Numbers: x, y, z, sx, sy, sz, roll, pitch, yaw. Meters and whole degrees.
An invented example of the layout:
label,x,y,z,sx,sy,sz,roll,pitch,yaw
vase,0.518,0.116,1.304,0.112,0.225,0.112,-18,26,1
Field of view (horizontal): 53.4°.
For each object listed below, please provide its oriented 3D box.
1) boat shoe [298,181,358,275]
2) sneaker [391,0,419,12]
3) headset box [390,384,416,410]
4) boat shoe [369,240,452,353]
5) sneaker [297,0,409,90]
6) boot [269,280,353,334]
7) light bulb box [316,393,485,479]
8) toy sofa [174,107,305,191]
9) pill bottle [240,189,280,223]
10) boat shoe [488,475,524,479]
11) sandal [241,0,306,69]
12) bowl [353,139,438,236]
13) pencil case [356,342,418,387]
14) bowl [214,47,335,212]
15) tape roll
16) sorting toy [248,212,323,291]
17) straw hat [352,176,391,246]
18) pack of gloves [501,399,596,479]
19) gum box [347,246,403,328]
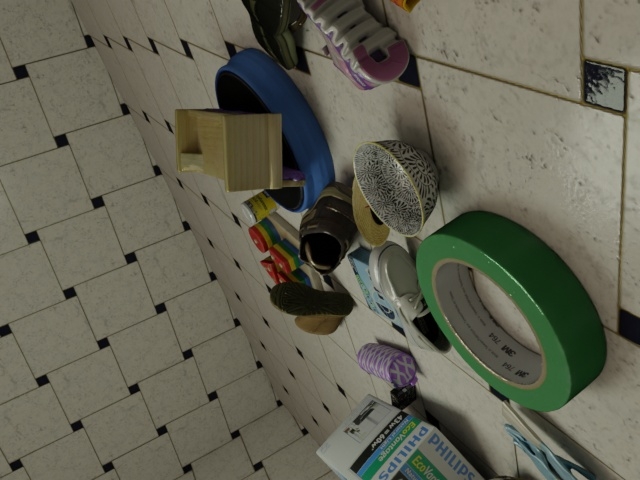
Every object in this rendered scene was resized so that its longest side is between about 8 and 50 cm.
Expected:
label,x,y,z,sx,sy,sz,roll,pitch,yaw
boat shoe,0.000,0.000,1.377,0.132,0.130,0.355,29,156,4
sneaker,0.120,-0.332,0.730,0.067,0.064,0.175,36,166,1
headset box,0.217,0.407,1.663,0.032,0.062,0.083,43,158,37
boat shoe,0.182,0.116,1.230,0.088,0.096,0.267,20,140,56
sneaker,0.030,-0.313,0.931,0.236,0.095,0.104,56,170,3
boot,-0.040,0.203,1.789,0.236,0.089,0.269,13,160,-7
light bulb box,0.233,0.616,1.607,0.358,0.225,0.361,48,165,-13
toy sofa,-0.178,-0.203,1.357,0.362,0.177,0.150,24,118,60
pill bottle,-0.149,-0.098,1.694,0.065,0.116,0.065,49,160,25
boat shoe,0.469,0.598,1.271,0.324,0.097,0.116,37,113,40
sandal,-0.070,-0.394,1.076,0.120,0.086,0.303,50,176,6
bowl,0.135,-0.097,1.015,0.170,0.080,0.170,48,158,27
pencil case,0.168,0.313,1.612,0.088,0.086,0.206,38,169,-18
bowl,-0.113,-0.235,1.443,0.391,0.077,0.391,49,160,24
tape roll,0.281,0.110,0.988,0.321,0.077,0.321,48,159,25
sorting toy,-0.112,0.055,1.898,0.255,0.089,0.257,40,155,44
straw hat,0.115,-0.065,1.153,0.144,0.061,0.144,38,134,54
pack of gloves,0.430,0.401,1.167,0.232,0.046,0.195,49,172,33
gum box,0.144,0.108,1.395,0.184,0.041,0.156,27,145,59
